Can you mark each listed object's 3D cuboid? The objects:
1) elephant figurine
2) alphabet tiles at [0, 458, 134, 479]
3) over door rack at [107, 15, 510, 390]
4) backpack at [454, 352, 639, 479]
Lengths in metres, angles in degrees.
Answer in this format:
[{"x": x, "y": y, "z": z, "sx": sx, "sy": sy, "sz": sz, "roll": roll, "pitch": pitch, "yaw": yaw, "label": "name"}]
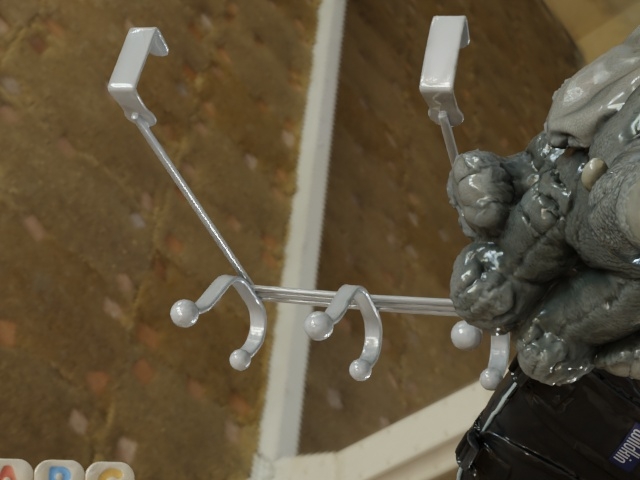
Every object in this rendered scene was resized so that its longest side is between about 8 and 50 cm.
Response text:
[{"x": 0.168, "y": -0.028, "z": 0.505, "sx": 0.169, "sy": 0.239, "sz": 0.186, "roll": 9, "pitch": -116, "yaw": -11, "label": "elephant figurine"}, {"x": -0.281, "y": 0.374, "z": 1.159, "sx": 0.284, "sy": 0.021, "sz": 0.278, "roll": 7, "pitch": -109, "yaw": -25, "label": "alphabet tiles"}, {"x": 0.000, "y": 0.000, "z": 0.784, "sx": 0.324, "sy": 0.239, "sz": 0.108, "roll": 72, "pitch": -152, "yaw": -44, "label": "over door rack"}, {"x": 0.253, "y": 0.147, "z": 0.775, "sx": 0.253, "sy": 0.225, "sz": 0.191, "roll": 34, "pitch": -145, "yaw": 14, "label": "backpack"}]
